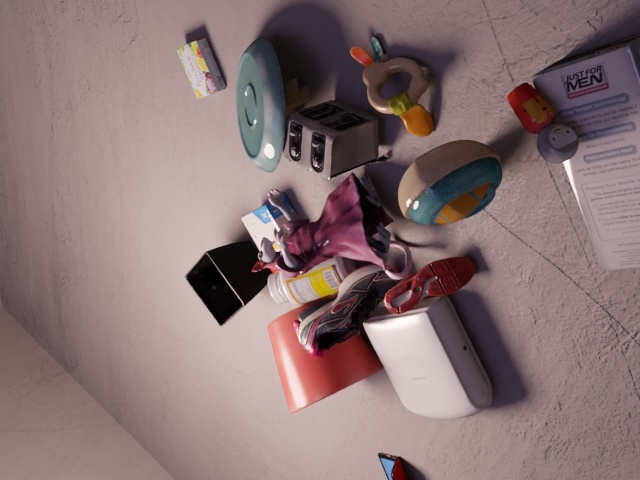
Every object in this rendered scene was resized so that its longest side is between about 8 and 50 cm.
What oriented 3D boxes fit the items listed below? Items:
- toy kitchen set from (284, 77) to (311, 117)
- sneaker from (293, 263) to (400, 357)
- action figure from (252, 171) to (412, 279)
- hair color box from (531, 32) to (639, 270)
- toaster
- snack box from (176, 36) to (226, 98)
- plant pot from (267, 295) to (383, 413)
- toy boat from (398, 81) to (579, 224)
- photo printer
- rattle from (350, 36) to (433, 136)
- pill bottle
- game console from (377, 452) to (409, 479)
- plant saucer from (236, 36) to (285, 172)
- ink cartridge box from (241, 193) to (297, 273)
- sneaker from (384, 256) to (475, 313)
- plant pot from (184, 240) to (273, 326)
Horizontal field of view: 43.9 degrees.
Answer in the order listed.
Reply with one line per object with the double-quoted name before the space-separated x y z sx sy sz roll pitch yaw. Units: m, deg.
"toy kitchen set" -0.054 -0.337 1.901 0.083 0.075 0.068 -19 60 19
"sneaker" 0.078 0.173 1.936 0.121 0.299 0.112 42 -167 -41
"action figure" 0.000 0.000 1.904 0.370 0.248 0.275 -29 119 27
"hair color box" 0.521 -0.143 1.342 0.185 0.114 0.374 -10 109 50
"toaster" 0.032 -0.227 1.773 0.168 0.186 0.110 32 134 40
"snack box" -0.314 -0.452 2.088 0.100 0.037 0.141 -5 112 50
"plant pot" -0.005 0.293 2.116 0.275 0.275 0.243 -40 73 52
"toy boat" 0.285 -0.123 1.381 0.318 0.267 0.148 -40 75 28
"photo printer" 0.265 0.295 1.929 0.256 0.107 0.307 -17 103 51
"rattle" 0.158 -0.326 1.674 0.200 0.143 0.130 45 110 39
"pill bottle" -0.022 0.093 2.022 0.215 0.117 0.117 -19 102 20
"game console" 0.211 0.702 2.295 0.085 0.124 0.144 -16 105 24
"plant saucer" -0.150 -0.318 1.878 0.318 0.044 0.317 174 90 -70
"ink cartridge box" -0.100 0.006 2.144 0.134 0.078 0.231 -24 97 52
"sneaker" 0.252 0.084 1.824 0.221 0.128 0.087 -24 98 18
"plant pot" -0.252 0.107 2.308 0.187 0.167 0.188 53 143 4
